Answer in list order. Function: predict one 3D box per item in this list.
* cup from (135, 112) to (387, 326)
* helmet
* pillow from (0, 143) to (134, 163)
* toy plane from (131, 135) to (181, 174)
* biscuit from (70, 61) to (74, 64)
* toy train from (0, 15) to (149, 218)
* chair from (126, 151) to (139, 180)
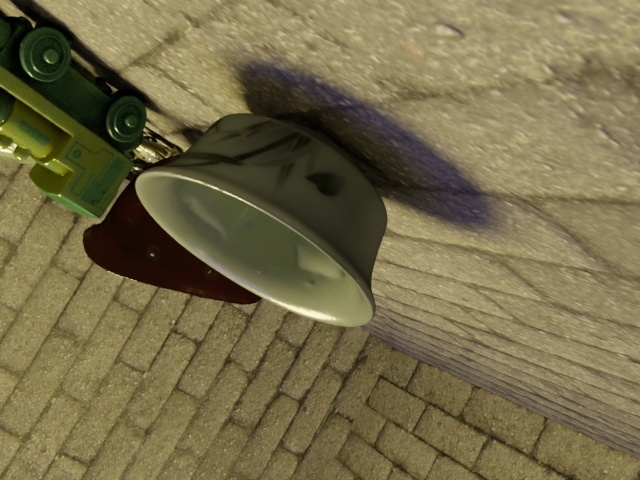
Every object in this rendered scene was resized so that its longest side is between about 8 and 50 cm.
[{"bbox_3d":[-0.052,-0.044,0.975,0.347,0.163,0.347,26,161,10],"label":"cup"},{"bbox_3d":[-0.241,-0.051,1.428,0.337,0.230,0.385,33,-166,35],"label":"helmet"},{"bbox_3d":[-0.561,-0.215,1.466,0.283,0.138,0.310,12,177,27],"label":"pillow"},{"bbox_3d":[-0.395,-0.210,1.629,0.108,0.092,0.286,-10,145,44],"label":"toy plane"},{"bbox_3d":[-0.485,-0.328,1.389,0.087,0.027,0.089,27,171,31],"label":"biscuit"},{"bbox_3d":[-0.457,-0.213,1.248,0.150,0.237,0.369,27,172,34],"label":"toy train"},{"bbox_3d":[-0.480,-0.201,1.868,0.229,0.113,0.106,27,171,16],"label":"chair"}]
